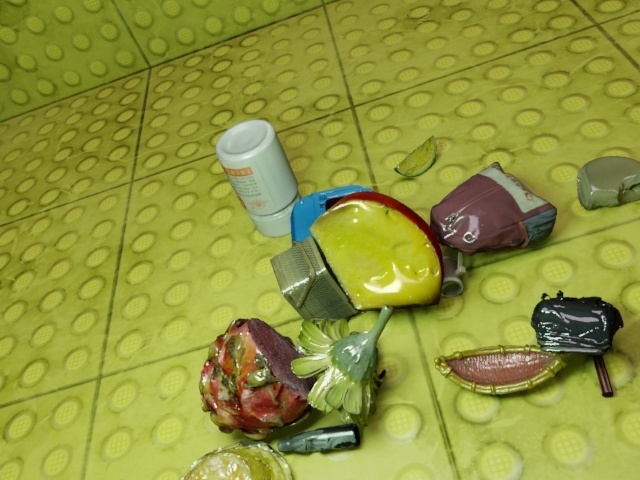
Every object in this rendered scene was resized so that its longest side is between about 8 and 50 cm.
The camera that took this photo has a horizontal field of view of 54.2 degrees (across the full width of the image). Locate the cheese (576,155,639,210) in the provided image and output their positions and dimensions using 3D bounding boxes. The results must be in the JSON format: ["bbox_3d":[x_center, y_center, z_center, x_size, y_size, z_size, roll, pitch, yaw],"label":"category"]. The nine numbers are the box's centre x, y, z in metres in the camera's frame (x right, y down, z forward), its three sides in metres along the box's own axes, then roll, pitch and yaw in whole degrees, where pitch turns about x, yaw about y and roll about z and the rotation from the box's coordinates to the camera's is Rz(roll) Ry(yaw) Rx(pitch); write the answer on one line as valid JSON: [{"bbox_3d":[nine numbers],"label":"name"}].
[{"bbox_3d":[0.856,-0.172,1.820,0.202,0.091,0.175,-6,48,18],"label":"cheese"}]

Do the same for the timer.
[{"bbox_3d":[0.057,-0.039,2.015,0.308,0.115,0.340,-10,45,5],"label":"timer"}]

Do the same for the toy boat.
[{"bbox_3d":[0.443,0.311,1.531,0.317,0.099,0.141,-7,46,14],"label":"toy boat"}]

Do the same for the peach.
[{"bbox_3d":[0.174,0.036,1.742,0.306,0.380,0.242,-33,1,16],"label":"peach"}]

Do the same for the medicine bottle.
[{"bbox_3d":[-0.192,-0.202,2.105,0.211,0.372,0.211,-11,45,12],"label":"medicine bottle"}]

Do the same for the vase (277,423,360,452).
[{"bbox_3d":[-0.009,0.501,1.567,0.211,0.060,0.060,-12,45,12],"label":"vase"}]

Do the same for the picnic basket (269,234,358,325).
[{"bbox_3d":[-0.015,0.130,1.788,0.139,0.267,0.165,-31,45,6],"label":"picnic basket"}]

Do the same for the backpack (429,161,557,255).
[{"bbox_3d":[0.472,-0.062,1.796,0.317,0.197,0.283,-26,44,-18],"label":"backpack"}]

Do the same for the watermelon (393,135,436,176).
[{"bbox_3d":[0.326,-0.282,2.164,0.181,0.092,0.075,-43,32,-8],"label":"watermelon"}]

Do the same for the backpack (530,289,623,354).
[{"bbox_3d":[0.617,0.186,1.507,0.206,0.133,0.258,3,5,28],"label":"backpack"}]

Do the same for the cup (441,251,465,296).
[{"bbox_3d":[0.363,0.090,1.773,0.074,0.102,0.099,0,44,-1],"label":"cup"}]

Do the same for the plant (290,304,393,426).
[{"bbox_3d":[0.099,0.299,1.572,0.297,0.261,0.306,-37,47,4],"label":"plant"}]

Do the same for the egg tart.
[{"bbox_3d":[-0.229,0.619,1.498,0.341,0.132,0.341,-11,44,11],"label":"egg tart"}]

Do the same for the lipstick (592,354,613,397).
[{"bbox_3d":[0.669,0.293,1.500,0.027,0.027,0.177,-9,44,16],"label":"lipstick"}]

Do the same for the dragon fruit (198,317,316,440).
[{"bbox_3d":[-0.177,0.386,1.612,0.263,0.314,0.296,-42,40,7],"label":"dragon fruit"}]
